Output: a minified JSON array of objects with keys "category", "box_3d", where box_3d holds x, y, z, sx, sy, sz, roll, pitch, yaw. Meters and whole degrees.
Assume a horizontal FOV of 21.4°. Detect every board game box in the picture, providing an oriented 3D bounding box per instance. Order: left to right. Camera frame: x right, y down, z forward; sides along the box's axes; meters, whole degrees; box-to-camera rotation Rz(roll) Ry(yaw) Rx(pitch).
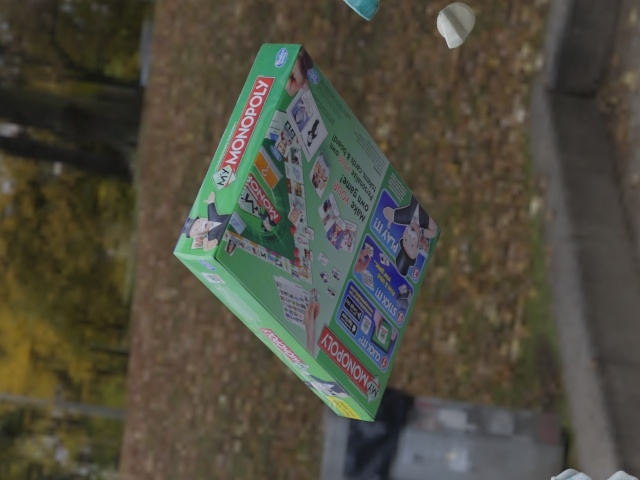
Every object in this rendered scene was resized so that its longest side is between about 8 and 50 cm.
[{"category":"board game box","box_3d":[0.000,0.000,1.529,0.317,0.046,0.213,50,-125,-49]}]

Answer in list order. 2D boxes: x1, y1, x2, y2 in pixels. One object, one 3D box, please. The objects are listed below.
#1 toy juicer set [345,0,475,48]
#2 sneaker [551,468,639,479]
[{"category":"toy juicer set","box_3d":[0.016,-0.232,1.413,0.089,0.329,0.209,-48,-19,12]},{"category":"sneaker","box_3d":[0.172,0.199,1.263,0.053,0.152,0.061,-131,44,-55]}]
